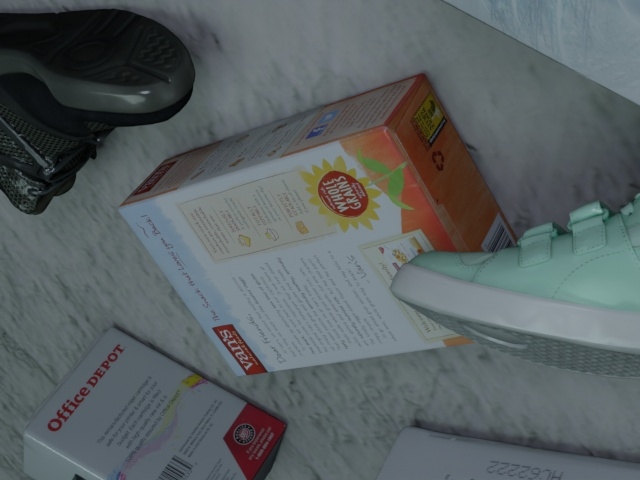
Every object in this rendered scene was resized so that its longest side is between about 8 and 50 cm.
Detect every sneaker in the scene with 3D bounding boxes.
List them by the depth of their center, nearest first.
[{"bbox_3d":[0.163,-0.009,0.594,0.256,0.151,0.094,4,163,35],"label":"sneaker"},{"bbox_3d":[-0.161,-0.082,0.762,0.227,0.087,0.130,6,132,33],"label":"sneaker"}]

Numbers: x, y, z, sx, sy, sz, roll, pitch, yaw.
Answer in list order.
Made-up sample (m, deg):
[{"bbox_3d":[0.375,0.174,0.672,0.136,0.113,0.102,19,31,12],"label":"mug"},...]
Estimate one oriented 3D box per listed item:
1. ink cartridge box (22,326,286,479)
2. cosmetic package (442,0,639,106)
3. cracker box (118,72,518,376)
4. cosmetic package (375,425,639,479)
[{"bbox_3d":[-0.136,0.170,0.938,0.175,0.127,0.072,28,140,9],"label":"ink cartridge box"},{"bbox_3d":[0.162,-0.173,0.431,0.224,0.138,0.224,28,138,6],"label":"cosmetic package"},{"bbox_3d":[0.000,0.000,0.742,0.232,0.067,0.156,-13,119,39],"label":"cracker box"},{"bbox_3d":[0.184,0.368,0.883,0.230,0.161,0.453,5,129,29],"label":"cosmetic package"}]
